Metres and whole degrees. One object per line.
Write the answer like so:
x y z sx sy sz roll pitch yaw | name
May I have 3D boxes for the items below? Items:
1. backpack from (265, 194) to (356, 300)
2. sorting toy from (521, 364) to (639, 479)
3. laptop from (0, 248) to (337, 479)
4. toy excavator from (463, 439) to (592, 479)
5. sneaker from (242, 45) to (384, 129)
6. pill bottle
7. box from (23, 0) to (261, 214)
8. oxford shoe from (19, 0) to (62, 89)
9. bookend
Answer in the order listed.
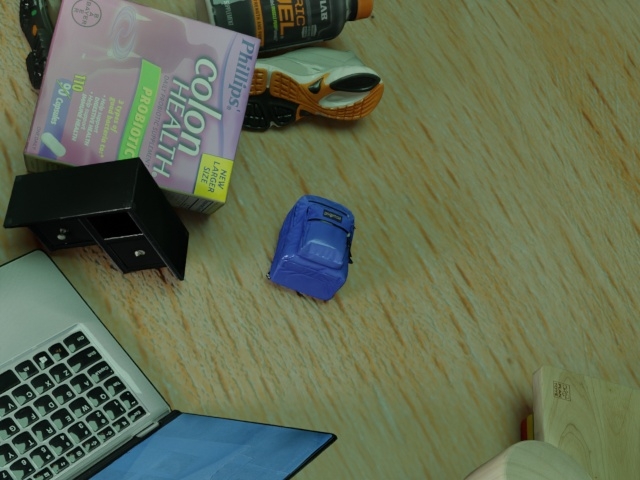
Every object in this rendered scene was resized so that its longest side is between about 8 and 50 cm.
0.000 0.000 1.190 0.098 0.101 0.120 24 49 -15 | backpack
0.368 0.314 1.144 0.255 0.089 0.257 16 54 -13 | sorting toy
-0.280 0.171 0.853 0.408 0.236 0.382 48 47 12 | laptop
0.145 0.414 0.763 0.445 0.222 0.433 -5 59 -40 | toy excavator
-0.048 -0.231 1.340 0.262 0.099 0.121 -2 38 -21 | sneaker
-0.050 -0.343 1.330 0.245 0.130 0.130 -14 64 -12 | pill bottle
-0.220 -0.167 1.144 0.243 0.117 0.214 14 81 -15 | box
-0.353 -0.299 1.256 0.096 0.083 0.227 -1 67 -33 | oxford shoe
-0.257 -0.014 1.085 0.157 0.156 0.072 -7 56 12 | bookend
